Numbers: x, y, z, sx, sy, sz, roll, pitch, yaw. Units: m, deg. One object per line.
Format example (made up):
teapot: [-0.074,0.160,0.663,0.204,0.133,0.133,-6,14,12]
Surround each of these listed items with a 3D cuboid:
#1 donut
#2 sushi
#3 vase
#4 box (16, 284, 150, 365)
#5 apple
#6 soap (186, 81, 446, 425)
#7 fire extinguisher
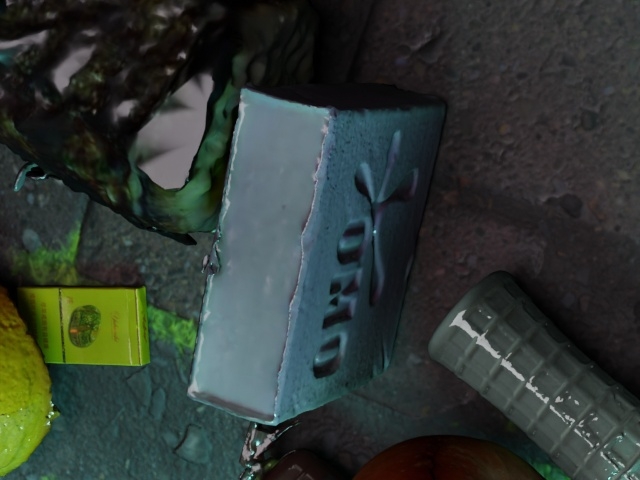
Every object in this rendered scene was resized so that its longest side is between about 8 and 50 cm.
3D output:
donut: [-0.403,0.156,1.849,0.253,0.118,0.253,17,116,37]
sushi: [-0.171,-0.160,1.618,0.294,0.299,0.281,23,78,17]
vase: [0.242,0.162,1.560,0.299,0.143,0.143,43,111,16]
box: [-0.260,0.092,1.829,0.155,0.023,0.086,0,94,24]
apple: [0.119,0.303,1.491,0.206,0.251,0.272,-44,47,23]
soap: [0.000,0.000,1.563,0.107,0.285,0.296,17,104,22]
fire extinguisher: [0.040,0.299,1.683,0.341,0.105,0.141,41,95,14]
